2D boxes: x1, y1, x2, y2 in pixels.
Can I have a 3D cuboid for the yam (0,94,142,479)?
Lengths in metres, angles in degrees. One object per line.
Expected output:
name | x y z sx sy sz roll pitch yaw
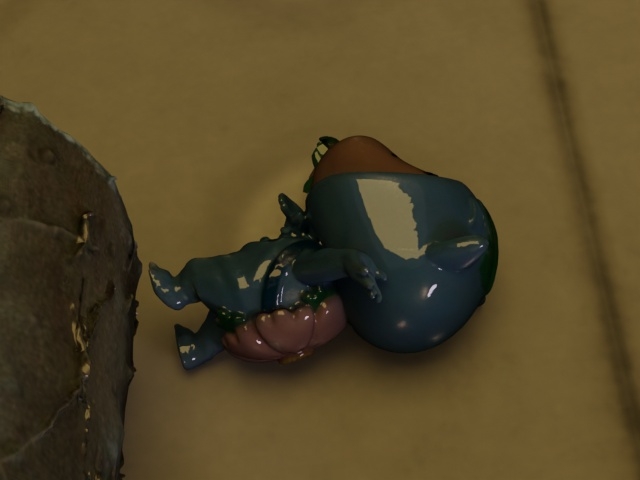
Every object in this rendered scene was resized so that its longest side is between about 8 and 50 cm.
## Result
yam | -0.199 0.118 0.645 0.240 0.241 0.348 6 53 6

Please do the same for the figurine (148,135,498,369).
figurine | 0.000 -0.001 0.805 0.178 0.114 0.145 -17 56 1
